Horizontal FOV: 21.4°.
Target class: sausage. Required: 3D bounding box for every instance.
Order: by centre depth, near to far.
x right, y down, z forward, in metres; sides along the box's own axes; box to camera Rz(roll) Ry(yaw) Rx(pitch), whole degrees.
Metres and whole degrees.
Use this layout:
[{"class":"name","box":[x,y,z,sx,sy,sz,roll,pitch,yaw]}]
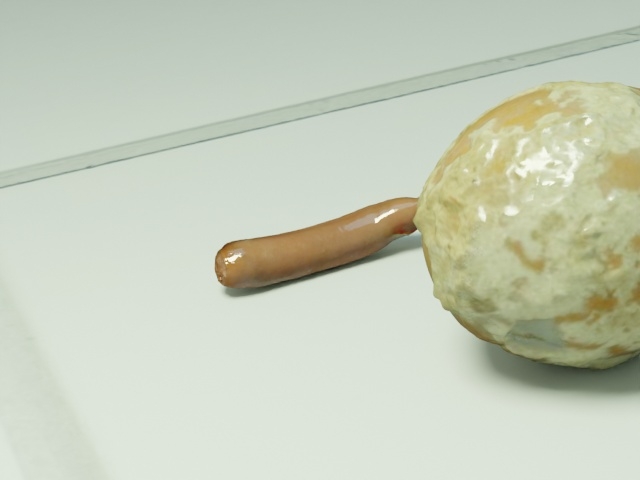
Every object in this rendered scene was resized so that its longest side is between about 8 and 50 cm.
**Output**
[{"class":"sausage","box":[0.001,0.001,1.333,0.177,0.047,0.040,-15,40,-17]}]

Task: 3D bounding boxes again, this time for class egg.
[{"class":"egg","box":[0.180,-0.012,1.131,0.233,0.195,0.195,-11,23,-13]}]
